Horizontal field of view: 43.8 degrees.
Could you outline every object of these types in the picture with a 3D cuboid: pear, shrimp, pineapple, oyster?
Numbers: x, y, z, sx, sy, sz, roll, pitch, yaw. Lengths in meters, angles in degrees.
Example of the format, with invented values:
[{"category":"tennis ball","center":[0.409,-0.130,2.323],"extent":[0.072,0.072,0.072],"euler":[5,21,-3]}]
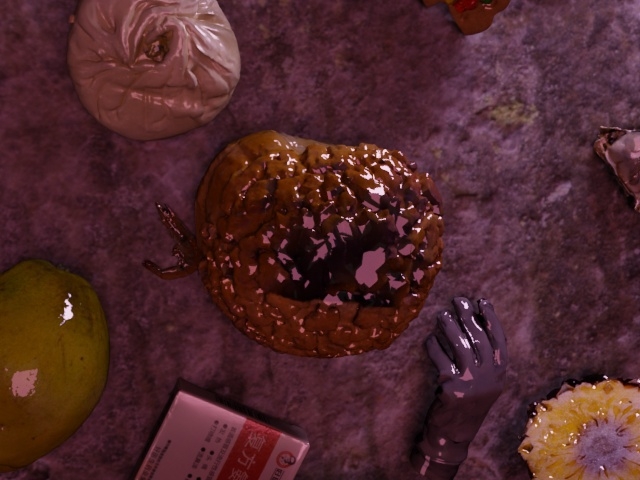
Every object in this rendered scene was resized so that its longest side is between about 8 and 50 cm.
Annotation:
[{"category":"pear","center":[-0.374,0.157,1.004],"extent":[0.212,0.212,0.269],"euler":[23,77,-15]},{"category":"shrimp","center":[-0.218,0.005,1.114],"extent":[0.083,0.023,0.114],"euler":[-30,107,-5]},{"category":"pineapple","center":[0.456,0.387,1.253],"extent":[0.262,0.262,0.272],"euler":[-33,127,-7]},{"category":"oyster","center":[0.504,-0.124,1.247],"extent":[0.108,0.053,0.166],"euler":[-35,114,21]}]

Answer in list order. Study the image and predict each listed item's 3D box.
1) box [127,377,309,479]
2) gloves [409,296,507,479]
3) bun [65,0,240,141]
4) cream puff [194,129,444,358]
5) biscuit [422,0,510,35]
[{"category":"box","center":[-0.188,0.403,1.159],"extent":[0.214,0.069,0.353],"euler":[26,93,-15]},{"category":"gloves","center":[0.216,0.226,1.214],"extent":[0.142,0.119,0.286],"euler":[6,94,-45]},{"category":"bun","center":[-0.213,-0.239,1.019],"extent":[0.229,0.145,0.230],"euler":[-2,97,-16]},{"category":"cream puff","center":[0.000,0.000,1.058],"extent":[0.327,0.231,0.343],"euler":[-44,105,0]},{"category":"biscuit","center":[0.188,-0.395,1.090],"extent":[0.238,0.041,0.212],"euler":[21,136,-4]}]
